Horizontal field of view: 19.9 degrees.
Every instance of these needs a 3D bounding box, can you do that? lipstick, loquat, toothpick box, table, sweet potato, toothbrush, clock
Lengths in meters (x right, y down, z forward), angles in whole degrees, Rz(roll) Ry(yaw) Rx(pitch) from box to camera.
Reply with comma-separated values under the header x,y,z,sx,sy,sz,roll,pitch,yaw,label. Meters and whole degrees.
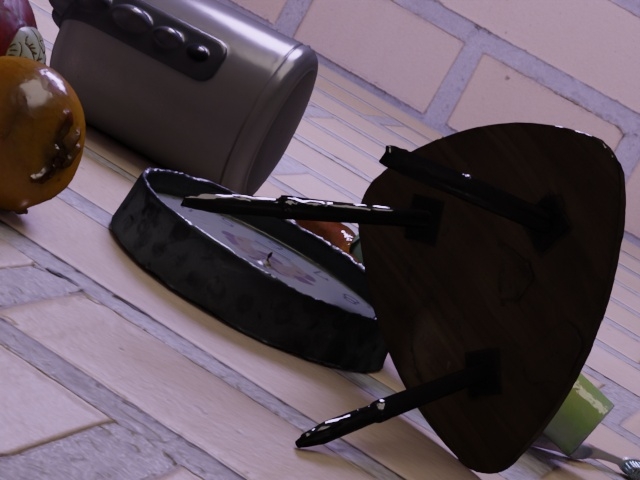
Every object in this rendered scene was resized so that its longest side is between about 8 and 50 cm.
x,y,z,sx,sy,sz,roll,pitch,yaw,label
0.158,0.084,1.805,0.304,0.076,0.076,44,14,9,lipstick
-0.279,-0.094,1.634,0.141,0.141,0.141,27,11,-6,loquat
-0.182,-0.204,2.149,0.316,0.229,0.229,29,11,6,toothpick box
0.070,0.012,1.531,0.249,0.317,0.317,4,25,-43,table
0.009,0.005,2.063,0.078,0.058,0.255,29,5,-27,sweet potato
0.244,0.205,1.835,0.269,0.021,0.027,21,8,-32,toothbrush
-0.059,0.025,1.808,0.312,0.061,0.312,28,10,-5,clock

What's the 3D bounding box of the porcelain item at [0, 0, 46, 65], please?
x,y,z,sx,sy,sz,roll,pitch,yaw,label
-0.367,-0.225,1.755,0.253,0.253,0.253,27,11,-6,porcelain item
